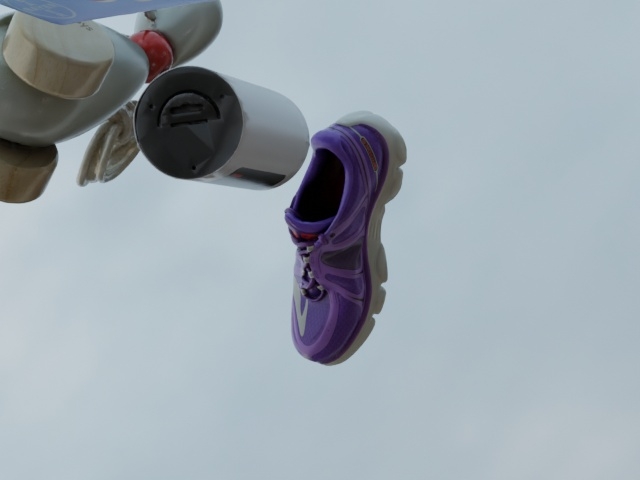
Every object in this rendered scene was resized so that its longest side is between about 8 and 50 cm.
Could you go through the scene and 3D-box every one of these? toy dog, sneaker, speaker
[{"bbox_3d":[-0.215,-0.161,1.598,0.220,0.161,0.333,-53,-5,11],"label":"toy dog"},{"bbox_3d":[0.000,0.000,1.225,0.071,0.068,0.170,-18,-57,-46],"label":"sneaker"},{"bbox_3d":[-0.047,-0.054,0.973,0.055,0.055,0.136,-45,-9,8],"label":"speaker"}]

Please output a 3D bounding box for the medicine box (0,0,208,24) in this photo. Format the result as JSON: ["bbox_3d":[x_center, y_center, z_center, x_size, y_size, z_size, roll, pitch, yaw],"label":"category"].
[{"bbox_3d":[-0.171,-0.229,1.004,0.289,0.263,0.149,16,-99,-36],"label":"medicine box"}]
